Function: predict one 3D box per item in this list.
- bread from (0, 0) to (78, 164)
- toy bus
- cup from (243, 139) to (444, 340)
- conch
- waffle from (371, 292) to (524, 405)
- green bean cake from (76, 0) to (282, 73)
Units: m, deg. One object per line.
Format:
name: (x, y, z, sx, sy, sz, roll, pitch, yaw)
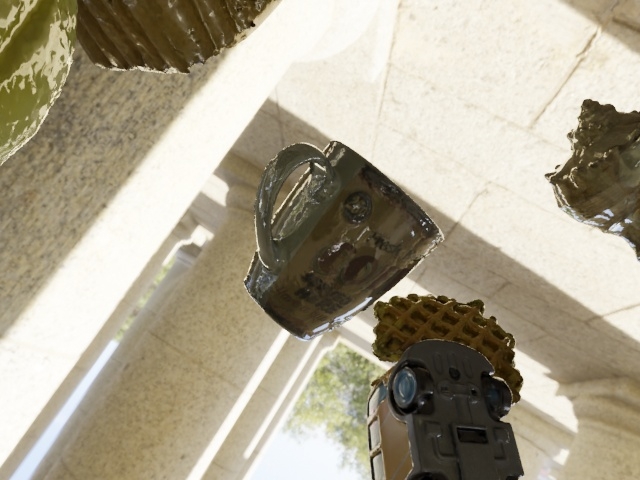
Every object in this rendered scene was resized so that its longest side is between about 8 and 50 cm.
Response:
bread: (-0.283, -0.171, 0.289, 0.238, 0.320, 0.320, 10, 165, -2)
toy bus: (0.117, 0.218, 0.544, 0.126, 0.209, 0.136, 13, 143, -25)
cup: (0.000, 0.000, 0.776, 0.227, 0.257, 0.301, 40, 179, 42)
conch: (0.479, -0.081, 0.729, 0.324, 0.186, 0.263, 34, 160, -15)
waffle: (0.223, 0.187, 0.943, 0.291, 0.291, 0.051, 28, 127, 17)
green bean cake: (-0.169, -0.300, 0.643, 0.230, 0.224, 0.131, 18, 146, 37)
